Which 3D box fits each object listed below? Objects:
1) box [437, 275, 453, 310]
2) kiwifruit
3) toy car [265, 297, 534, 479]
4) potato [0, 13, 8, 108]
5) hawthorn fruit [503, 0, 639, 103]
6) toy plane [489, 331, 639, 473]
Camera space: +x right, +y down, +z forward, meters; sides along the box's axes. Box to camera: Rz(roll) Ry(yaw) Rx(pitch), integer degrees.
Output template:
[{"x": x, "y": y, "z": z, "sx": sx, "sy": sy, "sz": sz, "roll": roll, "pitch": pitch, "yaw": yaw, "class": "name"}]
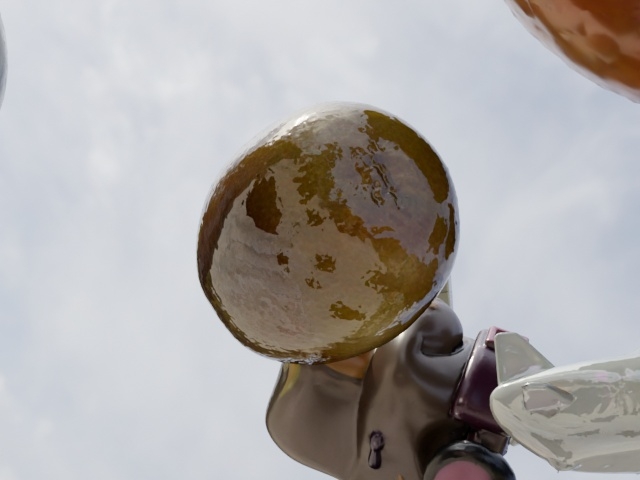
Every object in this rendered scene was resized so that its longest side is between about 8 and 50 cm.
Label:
[{"x": 0.097, "y": 0.040, "z": 1.865, "sx": 0.100, "sy": 0.048, "sz": 0.152, "roll": -4, "pitch": -89, "yaw": 7, "class": "box"}, {"x": 0.000, "y": 0.000, "z": 1.288, "sx": 0.196, "sy": 0.196, "sz": 0.234, "roll": 51, "pitch": -38, "yaw": 1, "class": "kiwifruit"}, {"x": 0.058, "y": 0.215, "z": 1.543, "sx": 0.240, "sy": 0.271, "sz": 0.340, "roll": 17, "pitch": -79, "yaw": 7, "class": "toy car"}, {"x": -0.341, "y": -0.116, "z": 1.143, "sx": 0.326, "sy": 0.243, "sz": 0.221, "roll": -111, "pitch": -139, "yaw": -60, "class": "potato"}, {"x": 0.326, "y": -0.318, "z": 1.401, "sx": 0.472, "sy": 0.472, "sz": 0.471, "roll": 30, "pitch": -40, "yaw": 29, "class": "hawthorn fruit"}, {"x": 0.251, "y": 0.119, "z": 1.259, "sx": 0.244, "sy": 0.245, "sz": 0.117, "roll": 127, "pitch": -34, "yaw": -55, "class": "toy plane"}]
